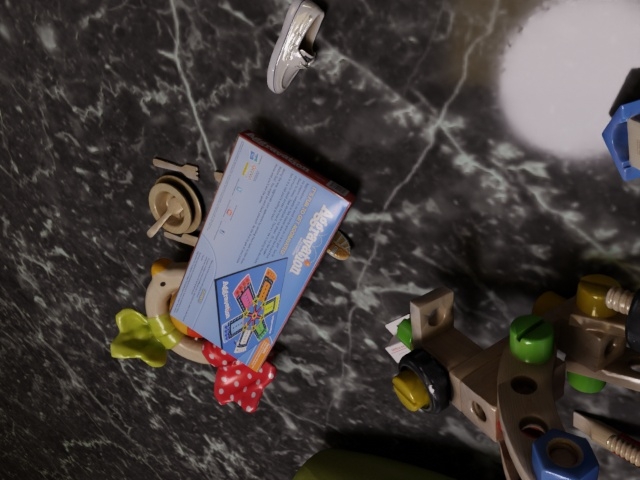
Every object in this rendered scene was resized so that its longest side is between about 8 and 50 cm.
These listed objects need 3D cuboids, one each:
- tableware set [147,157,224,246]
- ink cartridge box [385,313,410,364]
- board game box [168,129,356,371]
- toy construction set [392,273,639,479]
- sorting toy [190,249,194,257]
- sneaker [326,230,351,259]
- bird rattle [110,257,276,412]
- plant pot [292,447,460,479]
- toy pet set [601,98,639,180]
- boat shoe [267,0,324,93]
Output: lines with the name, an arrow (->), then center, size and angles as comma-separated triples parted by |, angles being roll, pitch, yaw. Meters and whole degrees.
tableware set -> -0.158, -0.030, 0.714 | 0.194, 0.039, 0.128 | 15, 122, 25
ink cartridge box -> 0.115, 0.135, 0.658 | 0.083, 0.028, 0.048 | 50, 134, -4
board game box -> -0.081, 0.025, 0.649 | 0.145, 0.027, 0.281 | 33, 121, 7
toy construction set -> 0.212, 0.132, 0.500 | 0.237, 0.257, 0.309 | 26, 161, 51
sorting toy -> -0.148, 0.036, 0.780 | 0.083, 0.012, 0.062 | 50, 130, -1
sneaker -> 0.000, 0.000, 0.647 | 0.083, 0.032, 0.037 | 33, 150, 14
bird rattle -> -0.177, 0.132, 0.785 | 0.253, 0.143, 0.207 | 23, 125, 17
plant pot -> 0.093, 0.419, 0.737 | 0.293, 0.275, 0.275 | 16, 130, 46
toy pet set -> 0.279, -0.078, 0.393 | 0.114, 0.065, 0.122 | -18, 117, 4
boat shoe -> -0.022, -0.185, 0.528 | 0.035, 0.035, 0.100 | 36, 127, 12
